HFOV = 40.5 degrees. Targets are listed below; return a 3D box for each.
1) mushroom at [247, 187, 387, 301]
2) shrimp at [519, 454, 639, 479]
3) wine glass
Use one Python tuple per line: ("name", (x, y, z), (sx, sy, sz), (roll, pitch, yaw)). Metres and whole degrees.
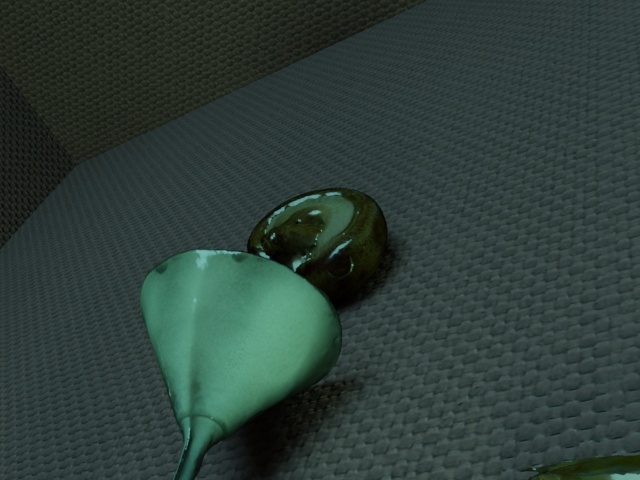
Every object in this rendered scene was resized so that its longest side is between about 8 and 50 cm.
("mushroom", (0.004, 0.013, 1.337), (0.231, 0.138, 0.194), (13, 36, 44))
("shrimp", (0.240, 0.248, 0.696), (0.253, 0.058, 0.173), (-18, 37, 27))
("wine glass", (-0.142, 0.235, 0.966), (0.267, 0.267, 0.406), (-18, 34, 29))
